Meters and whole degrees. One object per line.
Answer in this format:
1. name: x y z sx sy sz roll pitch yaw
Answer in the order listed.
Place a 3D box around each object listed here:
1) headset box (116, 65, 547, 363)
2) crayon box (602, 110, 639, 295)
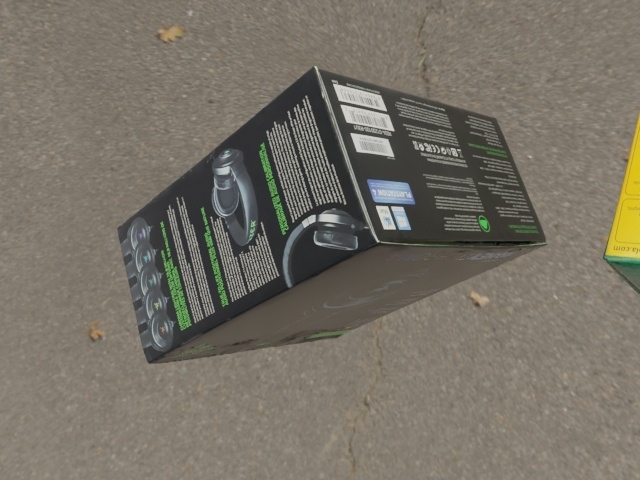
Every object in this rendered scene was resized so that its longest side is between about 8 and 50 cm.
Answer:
1. headset box: 0.000 0.000 0.584 0.283 0.246 0.131 -29 70 38
2. crayon box: 0.277 -0.042 0.261 0.279 0.081 0.165 8 76 43
